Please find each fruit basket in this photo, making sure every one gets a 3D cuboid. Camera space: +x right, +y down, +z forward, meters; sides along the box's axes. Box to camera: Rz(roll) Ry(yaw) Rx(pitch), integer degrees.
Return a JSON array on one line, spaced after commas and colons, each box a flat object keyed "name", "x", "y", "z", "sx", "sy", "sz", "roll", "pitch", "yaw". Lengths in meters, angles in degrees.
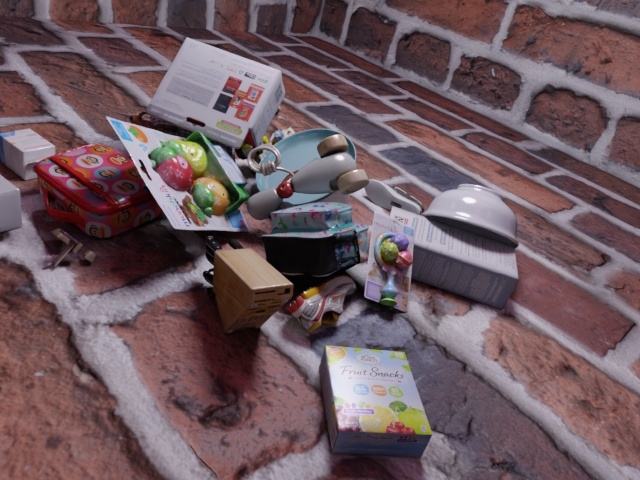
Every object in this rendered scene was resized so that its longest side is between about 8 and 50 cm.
[{"name": "fruit basket", "x": -0.334, "y": -0.165, "z": 1.310, "sx": 0.327, "sy": 0.165, "sz": 0.353, "roll": 56, "pitch": 12, "yaw": 12}]

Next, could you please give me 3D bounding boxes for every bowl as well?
[{"name": "bowl", "x": 0.464, "y": -0.084, "z": 1.556, "sx": 0.298, "sy": 0.134, "sz": 0.298, "roll": 20, "pitch": -4, "yaw": 1}]

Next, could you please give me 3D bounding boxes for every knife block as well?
[{"name": "knife block", "x": -0.173, "y": 0.060, "z": 1.099, "sx": 0.088, "sy": 0.275, "sz": 0.242, "roll": -6, "pitch": 67, "yaw": -30}]

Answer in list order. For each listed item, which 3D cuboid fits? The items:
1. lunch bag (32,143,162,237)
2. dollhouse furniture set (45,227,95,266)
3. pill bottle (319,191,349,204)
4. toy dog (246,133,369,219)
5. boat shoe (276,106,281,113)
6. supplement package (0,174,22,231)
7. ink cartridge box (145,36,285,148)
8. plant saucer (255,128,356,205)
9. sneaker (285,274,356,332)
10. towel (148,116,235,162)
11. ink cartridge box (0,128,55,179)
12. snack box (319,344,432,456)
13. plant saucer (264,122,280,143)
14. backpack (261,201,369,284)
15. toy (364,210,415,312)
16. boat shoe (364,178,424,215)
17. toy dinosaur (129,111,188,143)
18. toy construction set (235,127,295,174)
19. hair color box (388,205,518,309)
[{"name": "lunch bag", "x": -0.585, "y": -0.127, "z": 1.335, "sx": 0.293, "sy": 0.120, "sz": 0.258, "roll": 32, "pitch": 39, "yaw": 22}, {"name": "dollhouse furniture set", "x": -0.589, "y": 0.029, "z": 1.180, "sx": 0.114, "sy": 0.091, "sz": 0.081, "roll": 17, "pitch": 66, "yaw": 49}, {"name": "pill bottle", "x": -0.015, "y": -0.173, "z": 1.643, "sx": 0.121, "sy": 0.121, "sz": 0.221, "roll": -9, "pitch": 38, "yaw": -34}, {"name": "toy dog", "x": -0.027, "y": -0.154, "z": 1.414, "sx": 0.334, "sy": 0.220, "sz": 0.161, "roll": -6, "pitch": -13, "yaw": 14}, {"name": "boat shoe", "x": -0.286, "y": -0.618, "z": 2.305, "sx": 0.233, "sy": 0.084, "sz": 0.079, "roll": 28, "pitch": 71, "yaw": 8}, {"name": "supplement package", "x": -0.797, "y": -0.101, "z": 1.203, "sx": 0.179, "sy": 0.105, "sz": 0.105, "roll": 31, "pitch": 34, "yaw": 25}, {"name": "ink cartridge box", "x": -0.303, "y": -0.404, "z": 1.512, "sx": 0.310, "sy": 0.130, "sz": 0.271, "roll": 23, "pitch": 76, "yaw": 9}, {"name": "plant saucer", "x": -0.042, "y": -0.219, "z": 1.579, "sx": 0.318, "sy": 0.043, "sz": 0.317, "roll": -10, "pitch": 52, "yaw": 12}, {"name": "sneaker", "x": 0.014, "y": 0.149, "z": 1.199, "sx": 0.225, "sy": 0.088, "sz": 0.092, "roll": -22, "pitch": 74, "yaw": -51}, {"name": "towel", "x": -0.422, "y": -0.354, "z": 1.712, "sx": 0.284, "sy": 0.121, "sz": 0.235, "roll": 3, "pitch": 46, "yaw": -14}, {"name": "ink cartridge box", "x": -0.806, "y": -0.235, "z": 1.430, "sx": 0.143, "sy": 0.089, "sz": 0.092, "roll": 32, "pitch": 35, "yaw": 24}, {"name": "snack box", "x": 0.096, "y": 0.300, "z": 0.984, "sx": 0.175, "sy": 0.070, "sz": 0.207, "roll": 7, "pitch": 30, "yaw": -12}, {"name": "plant saucer", "x": -0.307, "y": -0.416, "z": 1.976, "sx": 0.311, "sy": 0.050, "sz": 0.310, "roll": 11, "pitch": 31, "yaw": -7}, {"name": "backpack", "x": 0.000, "y": 0.000, "z": 1.282, "sx": 0.225, "sy": 0.190, "sz": 0.254, "roll": 1, "pitch": 3, "yaw": 34}, {"name": "toy", "x": 0.189, "y": 0.047, "z": 1.295, "sx": 0.137, "sy": 0.056, "sz": 0.237, "roll": 22, "pitch": 66, "yaw": -26}, {"name": "boat shoe", "x": 0.251, "y": -0.144, "z": 1.763, "sx": 0.219, "sy": 0.077, "sz": 0.070, "roll": 34, "pitch": 36, "yaw": 14}, {"name": "toy dinosaur", "x": -0.418, "y": -0.269, "z": 1.542, "sx": 0.296, "sy": 0.200, "sz": 0.127, "roll": 2, "pitch": 33, "yaw": -19}, {"name": "toy construction set", "x": -0.213, "y": -0.351, "z": 1.718, "sx": 0.328, "sy": 0.151, "sz": 0.214, "roll": 28, "pitch": 45, "yaw": -51}, {"name": "hair color box", "x": 0.353, "y": 0.043, "z": 1.466, "sx": 0.375, "sy": 0.113, "sz": 0.185, "roll": 19, "pitch": 31, "yaw": 6}]
